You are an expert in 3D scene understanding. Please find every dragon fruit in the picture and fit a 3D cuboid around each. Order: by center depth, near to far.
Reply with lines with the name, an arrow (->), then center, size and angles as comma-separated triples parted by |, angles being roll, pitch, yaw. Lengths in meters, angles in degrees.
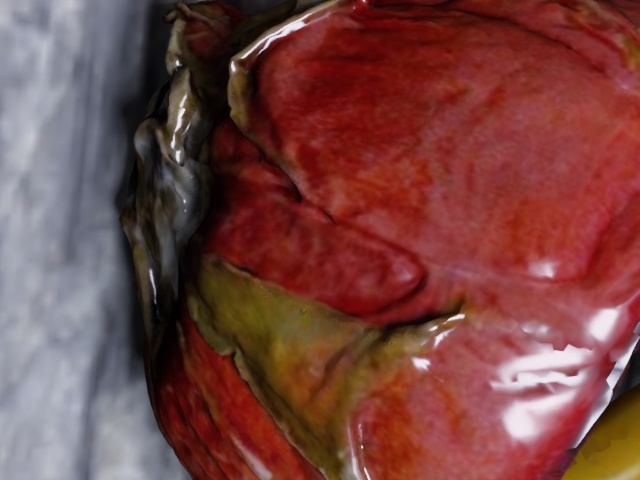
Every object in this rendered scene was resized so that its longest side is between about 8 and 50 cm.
dragon fruit -> 0.002, -0.004, 0.476 | 0.148, 0.224, 0.218 | 29, 41, -9

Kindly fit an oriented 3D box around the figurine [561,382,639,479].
figurine -> 0.235, 0.039, 0.577 | 0.387, 0.268, 0.401 | -26, 123, -61
